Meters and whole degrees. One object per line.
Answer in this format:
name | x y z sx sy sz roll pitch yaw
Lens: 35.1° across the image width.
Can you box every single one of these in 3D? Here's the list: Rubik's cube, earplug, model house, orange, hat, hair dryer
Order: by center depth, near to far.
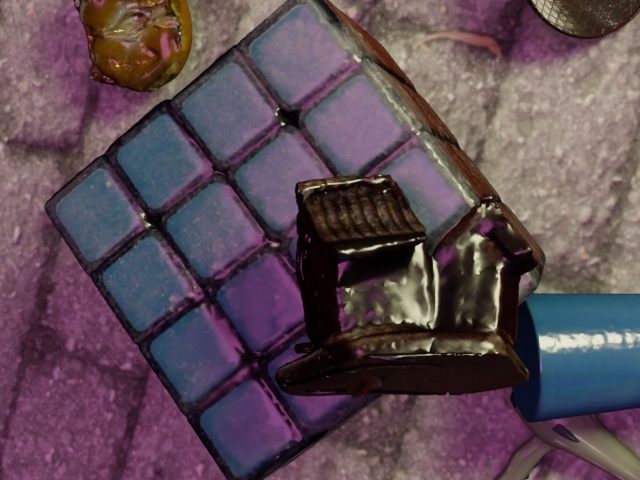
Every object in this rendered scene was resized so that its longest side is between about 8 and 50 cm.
model house | 0.069 0.034 0.802 0.203 0.141 0.164 2 69 -10
Rubik's cube | 0.000 0.000 1.037 0.337 0.344 0.344 -40 81 12
earplug | 0.342 0.113 1.044 0.273 0.132 0.132 -3 89 -3
hat | 0.272 -0.316 1.105 0.193 0.082 0.193 -4 99 -22
hair dryer | 0.262 0.263 1.126 0.167 0.067 0.199 24 107 8
orange | -0.218 -0.262 1.213 0.160 0.112 0.170 40 123 0
